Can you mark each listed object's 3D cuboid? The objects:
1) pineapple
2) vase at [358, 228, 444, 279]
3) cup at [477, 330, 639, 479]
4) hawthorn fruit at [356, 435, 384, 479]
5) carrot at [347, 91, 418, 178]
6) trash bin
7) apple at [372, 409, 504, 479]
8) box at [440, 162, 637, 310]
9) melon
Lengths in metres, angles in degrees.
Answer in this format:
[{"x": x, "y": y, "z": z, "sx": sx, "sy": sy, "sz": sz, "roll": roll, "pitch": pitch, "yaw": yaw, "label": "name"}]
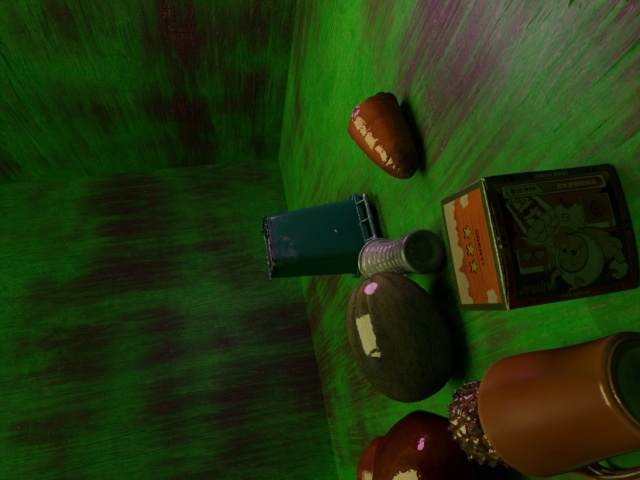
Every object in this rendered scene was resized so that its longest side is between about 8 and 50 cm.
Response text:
[{"x": 0.318, "y": 0.351, "z": 0.955, "sx": 0.193, "sy": 0.167, "sz": 0.166, "roll": 100, "pitch": 159, "yaw": -60, "label": "pineapple"}, {"x": 0.212, "y": 0.043, "z": 1.330, "sx": 0.299, "sy": 0.144, "sz": 0.143, "roll": 148, "pitch": 114, "yaw": -74, "label": "vase"}, {"x": 0.368, "y": 0.240, "z": 0.680, "sx": 0.226, "sy": 0.182, "sz": 0.264, "roll": 46, "pitch": 152, "yaw": 10, "label": "cup"}, {"x": 0.236, "y": 0.708, "z": 1.489, "sx": 0.261, "sy": 0.224, "sz": 0.223, "roll": -21, "pitch": 76, "yaw": 58, "label": "hawthorn fruit"}, {"x": 0.181, "y": -0.257, "z": 1.291, "sx": 0.159, "sy": 0.159, "sz": 0.224, "roll": 98, "pitch": 151, "yaw": -53, "label": "carrot"}, {"x": 0.000, "y": 0.000, "z": 1.710, "sx": 0.295, "sy": 0.382, "sz": 0.258, "roll": 111, "pitch": 149, "yaw": -66, "label": "trash bin"}, {"x": 0.254, "y": 0.534, "z": 1.100, "sx": 0.317, "sy": 0.289, "sz": 0.287, "roll": -83, "pitch": -13, "yaw": -84, "label": "apple"}, {"x": 0.301, "y": 0.000, "z": 0.702, "sx": 0.148, "sy": 0.195, "sz": 0.177, "roll": 144, "pitch": 118, "yaw": -78, "label": "box"}, {"x": 0.193, "y": 0.237, "z": 1.224, "sx": 0.328, "sy": 0.249, "sz": 0.248, "roll": 65, "pitch": 167, "yaw": 2, "label": "melon"}]
